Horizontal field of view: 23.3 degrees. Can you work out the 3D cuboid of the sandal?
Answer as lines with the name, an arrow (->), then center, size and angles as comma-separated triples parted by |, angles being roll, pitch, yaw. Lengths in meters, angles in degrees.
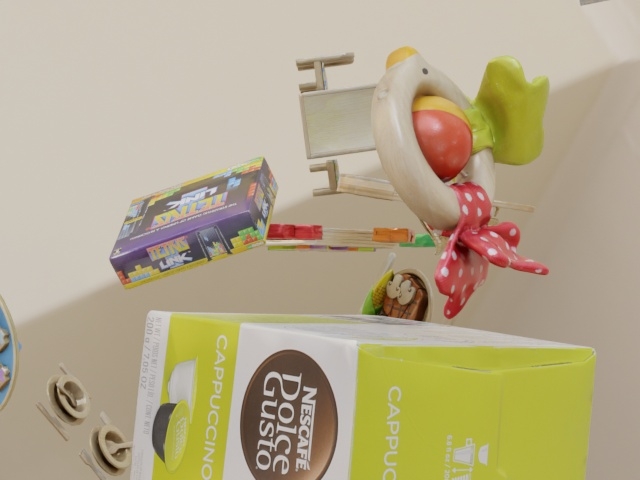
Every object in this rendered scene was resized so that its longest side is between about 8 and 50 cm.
sandal -> 0.135, -0.023, 1.882 | 0.088, 0.240, 0.079 | -25, 125, -87

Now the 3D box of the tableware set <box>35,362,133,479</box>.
tableware set -> -0.356, 0.285, 2.442 | 0.194, 0.039, 0.128 | 53, 23, -17

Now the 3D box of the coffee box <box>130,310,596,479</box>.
coffee box -> 0.036, 0.253, 1.576 | 0.334, 0.338, 0.338 | 5, -90, 49

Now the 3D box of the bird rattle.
bird rattle -> 0.115, -0.067, 1.461 | 0.143, 0.253, 0.207 | -18, -46, 42

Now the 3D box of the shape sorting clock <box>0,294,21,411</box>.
shape sorting clock -> -0.445, 0.127, 1.880 | 0.206, 0.040, 0.206 | 7, -76, 28

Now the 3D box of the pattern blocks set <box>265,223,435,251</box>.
pattern blocks set -> 0.000, 0.000, 1.987 | 0.285, 0.325, 0.026 | -2, -93, 54

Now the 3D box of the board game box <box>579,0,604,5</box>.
board game box -> 0.401, -0.379, 2.176 | 0.020, 0.090, 0.090 | 59, 23, -65

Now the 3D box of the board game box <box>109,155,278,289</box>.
board game box -> -0.139, -0.021, 1.725 | 0.141, 0.170, 0.048 | -81, 150, -63

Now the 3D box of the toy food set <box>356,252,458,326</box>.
toy food set -> 0.101, 0.099, 2.069 | 0.192, 0.038, 0.132 | 42, -69, 53

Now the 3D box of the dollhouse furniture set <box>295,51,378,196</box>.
dollhouse furniture set -> 0.055, -0.181, 2.368 | 0.242, 0.161, 0.212 | -80, 162, -87
